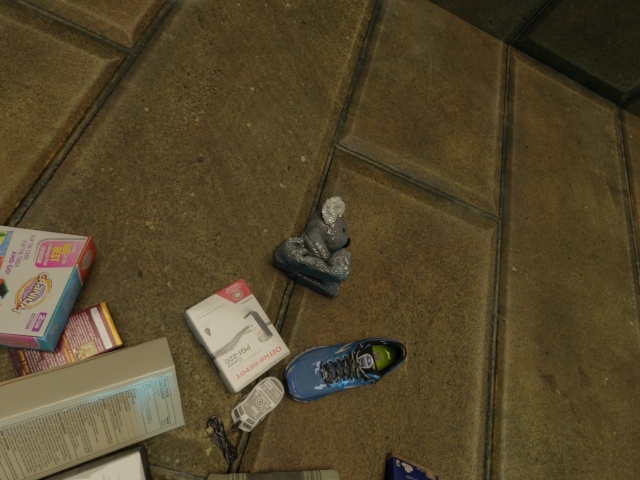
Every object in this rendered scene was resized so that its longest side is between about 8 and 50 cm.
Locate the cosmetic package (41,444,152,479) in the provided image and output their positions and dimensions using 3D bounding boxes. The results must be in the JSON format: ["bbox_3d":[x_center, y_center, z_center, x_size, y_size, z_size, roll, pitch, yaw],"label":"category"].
[{"bbox_3d":[-0.479,0.491,0.689,0.365,0.197,0.155,-13,74,-24],"label":"cosmetic package"}]

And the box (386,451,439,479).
[{"bbox_3d":[0.218,0.616,0.930,0.136,0.037,0.225,28,30,-8],"label":"box"}]

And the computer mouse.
[{"bbox_3d":[-0.163,0.397,0.941,0.193,0.042,0.106,-39,80,-24],"label":"computer mouse"}]

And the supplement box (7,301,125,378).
[{"bbox_3d":[-0.523,0.220,0.854,0.188,0.081,0.104,-23,77,-28],"label":"supplement box"}]

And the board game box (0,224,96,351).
[{"bbox_3d":[-0.659,0.082,0.816,0.316,0.064,0.242,8,52,-8],"label":"board game box"}]

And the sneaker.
[{"bbox_3d":[0.067,0.301,1.009,0.329,0.147,0.130,-12,72,-24],"label":"sneaker"}]

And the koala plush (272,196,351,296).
[{"bbox_3d":[0.000,0.000,1.095,0.203,0.196,0.221,23,65,1],"label":"koala plush"}]

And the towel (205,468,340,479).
[{"bbox_3d":[-0.075,0.609,0.792,0.311,0.056,0.324,7,30,-15],"label":"towel"}]

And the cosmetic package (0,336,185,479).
[{"bbox_3d":[-0.436,0.319,0.788,0.309,0.113,0.160,-12,116,-26],"label":"cosmetic package"}]

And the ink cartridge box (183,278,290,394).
[{"bbox_3d":[-0.199,0.226,0.971,0.158,0.092,0.218,-31,83,-29],"label":"ink cartridge box"}]
